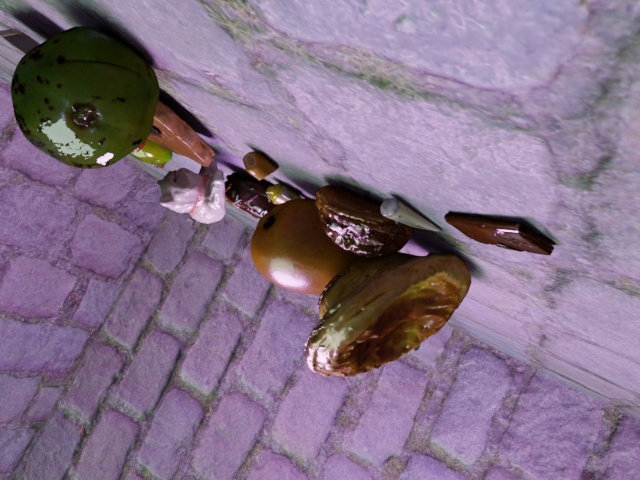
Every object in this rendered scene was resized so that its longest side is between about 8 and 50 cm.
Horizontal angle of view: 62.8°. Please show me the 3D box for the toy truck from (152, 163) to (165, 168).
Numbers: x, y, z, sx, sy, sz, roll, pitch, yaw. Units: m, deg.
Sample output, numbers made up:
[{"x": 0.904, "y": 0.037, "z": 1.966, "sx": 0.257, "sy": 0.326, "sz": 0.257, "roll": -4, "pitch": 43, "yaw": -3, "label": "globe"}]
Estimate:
[{"x": -0.654, "y": -0.349, "z": 1.949, "sx": 0.178, "sy": 0.080, "sz": 0.115, "roll": 28, "pitch": 169, "yaw": -6, "label": "toy truck"}]

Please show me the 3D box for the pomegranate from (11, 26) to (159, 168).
[{"x": -0.425, "y": -0.264, "z": 0.969, "sx": 0.254, "sy": 0.254, "sz": 0.270, "roll": 31, "pitch": -164, "yaw": -23, "label": "pomegranate"}]

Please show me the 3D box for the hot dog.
[{"x": 0.085, "y": -0.041, "z": 1.128, "sx": 0.227, "sy": 0.099, "sz": 0.160, "roll": 18, "pitch": 153, "yaw": 27, "label": "hot dog"}]

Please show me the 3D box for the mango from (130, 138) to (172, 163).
[{"x": -0.590, "y": -0.325, "z": 1.800, "sx": 0.178, "sy": 0.100, "sz": 0.119, "roll": 24, "pitch": -144, "yaw": -33, "label": "mango"}]

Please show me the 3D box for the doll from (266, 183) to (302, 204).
[{"x": -0.075, "y": -0.105, "z": 1.471, "sx": 0.163, "sy": 0.062, "sz": 0.106, "roll": 29, "pitch": 178, "yaw": -15, "label": "doll"}]

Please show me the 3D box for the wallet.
[{"x": 0.284, "y": -0.010, "z": 0.847, "sx": 0.095, "sy": 0.026, "sz": 0.176, "roll": 29, "pitch": 175, "yaw": -25, "label": "wallet"}]

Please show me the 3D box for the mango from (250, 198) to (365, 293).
[{"x": 0.010, "y": 0.026, "z": 1.348, "sx": 0.378, "sy": 0.221, "sz": 0.264, "roll": 16, "pitch": 137, "yaw": -24, "label": "mango"}]

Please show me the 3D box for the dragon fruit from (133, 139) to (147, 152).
[{"x": -0.537, "y": -0.345, "z": 1.514, "sx": 0.162, "sy": 0.083, "sz": 0.106, "roll": 51, "pitch": -140, "yaw": 5, "label": "dragon fruit"}]

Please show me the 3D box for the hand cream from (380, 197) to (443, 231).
[{"x": 0.177, "y": -0.045, "z": 1.022, "sx": 0.143, "sy": 0.039, "sz": 0.061, "roll": 22, "pitch": 173, "yaw": -38, "label": "hand cream"}]

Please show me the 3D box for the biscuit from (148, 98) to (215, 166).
[{"x": -0.448, "y": -0.327, "z": 1.288, "sx": 0.365, "sy": 0.062, "sz": 0.385, "roll": 27, "pitch": 172, "yaw": 33, "label": "biscuit"}]

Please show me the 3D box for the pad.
[{"x": -0.592, "y": -0.346, "z": 1.254, "sx": 0.315, "sy": 0.063, "sz": 0.375, "roll": 23, "pitch": 169, "yaw": 47, "label": "pad"}]

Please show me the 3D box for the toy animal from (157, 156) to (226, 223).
[{"x": -0.386, "y": -0.159, "z": 1.584, "sx": 0.266, "sy": 0.188, "sz": 0.307, "roll": 81, "pitch": 165, "yaw": -48, "label": "toy animal"}]

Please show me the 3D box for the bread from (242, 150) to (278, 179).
[{"x": -0.136, "y": -0.170, "z": 1.249, "sx": 0.103, "sy": 0.049, "sz": 0.062, "roll": 34, "pitch": -154, "yaw": -49, "label": "bread"}]

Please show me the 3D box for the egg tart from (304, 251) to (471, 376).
[{"x": 0.141, "y": 0.160, "z": 1.257, "sx": 0.178, "sy": 0.443, "sz": 0.443, "roll": 57, "pitch": -170, "yaw": 31, "label": "egg tart"}]

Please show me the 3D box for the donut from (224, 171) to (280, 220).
[{"x": -0.188, "y": -0.122, "z": 1.660, "sx": 0.270, "sy": 0.103, "sz": 0.269, "roll": 26, "pitch": 173, "yaw": 3, "label": "donut"}]
